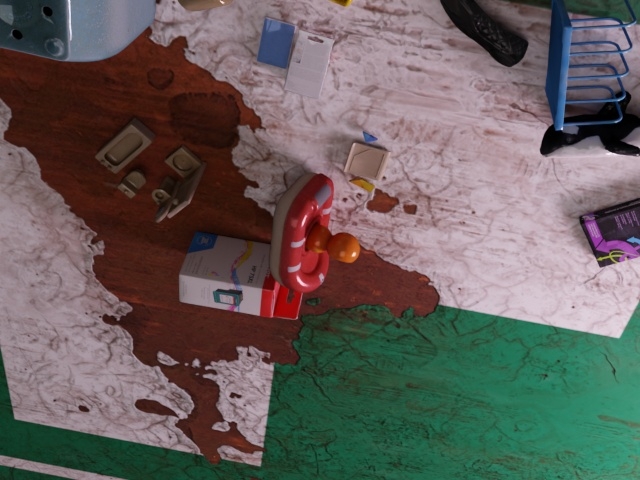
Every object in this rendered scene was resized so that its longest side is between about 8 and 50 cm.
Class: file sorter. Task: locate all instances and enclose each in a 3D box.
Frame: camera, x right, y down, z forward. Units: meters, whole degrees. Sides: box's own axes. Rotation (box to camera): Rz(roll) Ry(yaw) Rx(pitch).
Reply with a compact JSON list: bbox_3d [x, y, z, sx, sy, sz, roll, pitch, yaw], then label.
[{"bbox_3d":[0.401,-0.270,1.241,0.104,0.118,0.170,-1,130,7],"label":"file sorter"}]

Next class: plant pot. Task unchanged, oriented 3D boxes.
[{"bbox_3d":[-0.388,-0.391,1.190,0.247,0.252,0.247,12,130,-1],"label":"plant pot"}]

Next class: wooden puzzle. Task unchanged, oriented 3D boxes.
[{"bbox_3d":[0.082,-0.141,1.477,0.078,0.014,0.116,18,131,-11],"label":"wooden puzzle"}]

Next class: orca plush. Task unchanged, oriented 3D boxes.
[{"bbox_3d":[0.494,-0.185,1.309,0.287,0.151,0.102,1,99,13],"label":"orca plush"}]

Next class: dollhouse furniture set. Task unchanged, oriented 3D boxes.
[{"bbox_3d":[-0.320,-0.117,1.495,0.144,0.123,0.151,-33,118,31],"label":"dollhouse furniture set"}]

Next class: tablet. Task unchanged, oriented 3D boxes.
[{"bbox_3d":[-0.073,-0.322,1.354,0.054,0.006,0.083,15,130,-2],"label":"tablet"}]

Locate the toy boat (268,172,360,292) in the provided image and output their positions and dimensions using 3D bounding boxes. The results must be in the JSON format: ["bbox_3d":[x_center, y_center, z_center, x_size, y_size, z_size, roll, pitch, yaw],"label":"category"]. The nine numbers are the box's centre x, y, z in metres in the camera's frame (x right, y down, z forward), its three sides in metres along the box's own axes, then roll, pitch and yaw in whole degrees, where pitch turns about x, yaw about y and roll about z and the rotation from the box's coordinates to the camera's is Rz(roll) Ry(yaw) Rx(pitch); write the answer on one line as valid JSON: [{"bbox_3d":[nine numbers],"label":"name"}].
[{"bbox_3d":[0.000,0.000,1.506,0.151,0.151,0.231,23,134,16],"label":"toy boat"}]

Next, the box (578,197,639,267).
[{"bbox_3d":[0.560,-0.019,1.483,0.162,0.029,0.116,-20,124,23],"label":"box"}]

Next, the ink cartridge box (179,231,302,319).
[{"bbox_3d":[-0.147,0.069,1.615,0.231,0.134,0.078,9,131,1],"label":"ink cartridge box"}]

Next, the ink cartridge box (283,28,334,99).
[{"bbox_3d":[-0.018,-0.292,1.355,0.062,0.029,0.115,16,130,-3],"label":"ink cartridge box"}]

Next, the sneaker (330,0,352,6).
[{"bbox_3d":[-0.026,-0.402,1.238,0.175,0.067,0.064,16,133,-2],"label":"sneaker"}]

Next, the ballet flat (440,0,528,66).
[{"bbox_3d":[0.247,-0.334,1.270,0.173,0.049,0.057,38,169,-19],"label":"ballet flat"}]

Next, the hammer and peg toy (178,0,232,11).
[{"bbox_3d":[-0.057,-0.447,1.019,0.127,0.361,0.266,7,133,31],"label":"hammer and peg toy"}]
